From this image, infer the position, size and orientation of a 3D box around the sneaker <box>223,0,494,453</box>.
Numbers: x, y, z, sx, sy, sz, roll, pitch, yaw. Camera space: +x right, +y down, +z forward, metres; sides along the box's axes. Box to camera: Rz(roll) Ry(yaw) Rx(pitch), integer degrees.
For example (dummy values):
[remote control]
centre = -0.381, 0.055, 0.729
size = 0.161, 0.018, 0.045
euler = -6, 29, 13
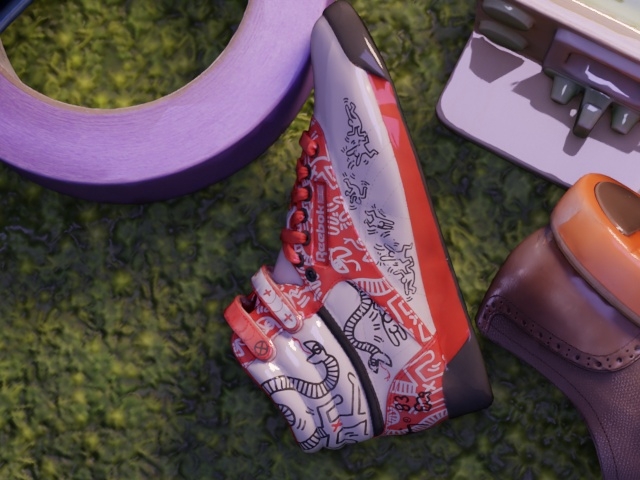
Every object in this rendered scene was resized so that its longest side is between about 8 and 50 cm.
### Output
[sneaker]
centre = 0.000, 0.001, 1.028
size = 0.145, 0.090, 0.270
euler = -18, 104, 3

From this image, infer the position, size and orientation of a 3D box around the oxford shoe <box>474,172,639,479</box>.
[oxford shoe]
centre = 0.254, 0.124, 1.034
size = 0.363, 0.130, 0.133
euler = 45, 115, 3

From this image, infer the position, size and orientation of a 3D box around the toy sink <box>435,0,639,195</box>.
[toy sink]
centre = 0.186, -0.155, 1.045
size = 0.152, 0.131, 0.234
euler = 28, 86, 6

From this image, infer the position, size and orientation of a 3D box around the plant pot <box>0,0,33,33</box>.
[plant pot]
centre = -0.225, -0.241, 0.945
size = 0.236, 0.212, 0.236
euler = 43, 86, 7

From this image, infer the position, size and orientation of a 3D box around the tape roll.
[tape roll]
centre = -0.129, -0.165, 1.082
size = 0.274, 0.090, 0.275
euler = 0, 82, 3
